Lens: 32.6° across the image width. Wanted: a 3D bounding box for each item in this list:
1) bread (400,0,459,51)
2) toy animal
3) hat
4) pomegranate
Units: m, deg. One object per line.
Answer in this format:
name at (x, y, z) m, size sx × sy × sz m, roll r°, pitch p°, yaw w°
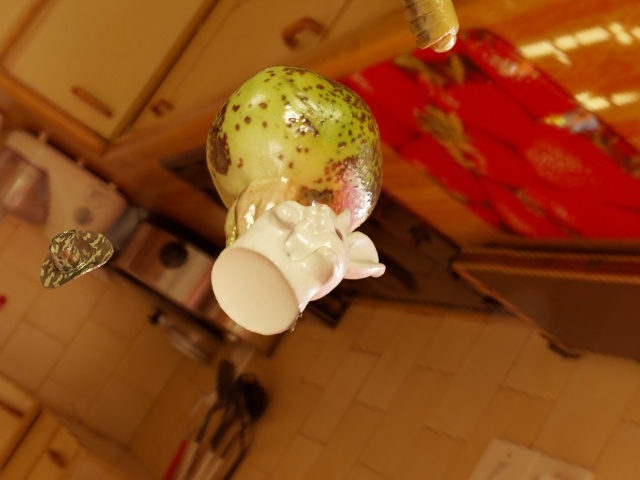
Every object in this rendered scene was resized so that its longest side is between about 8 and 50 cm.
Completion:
bread at (0.091, -0.206, 0.958) m, size 0.049 × 0.033 × 0.088 m, roll -7°, pitch 103°, yaw 51°
toy animal at (0.000, 0.002, 1.120) m, size 0.104 × 0.221 × 0.131 m, roll 36°, pitch 128°, yaw 17°
hat at (-0.355, 0.015, 1.554) m, size 0.121 × 0.121 × 0.050 m, roll 22°, pitch 143°, yaw 42°
pomegranate at (-0.050, -0.067, 1.293) m, size 0.222 × 0.276 × 0.204 m, roll 45°, pitch 157°, yaw -26°
